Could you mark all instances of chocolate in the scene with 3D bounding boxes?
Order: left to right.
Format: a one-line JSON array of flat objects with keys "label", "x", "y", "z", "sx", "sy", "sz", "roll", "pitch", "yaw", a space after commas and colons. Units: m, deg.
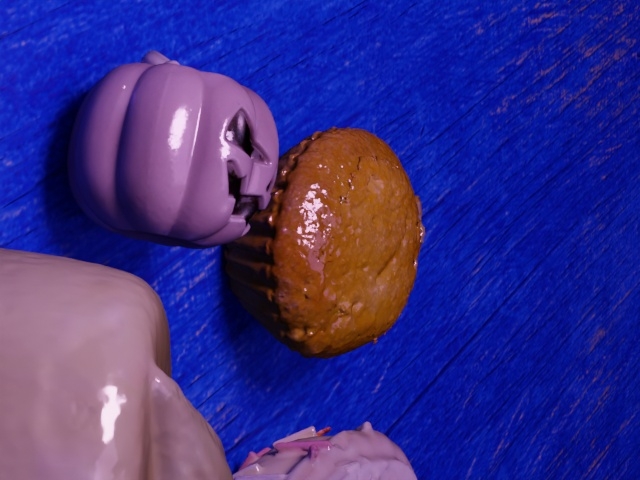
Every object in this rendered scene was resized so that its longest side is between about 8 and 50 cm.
[{"label": "chocolate", "x": -0.214, "y": 0.146, "z": 1.285, "sx": 0.326, "sy": 0.297, "sz": 0.314, "roll": 40, "pitch": 50, "yaw": -76}]

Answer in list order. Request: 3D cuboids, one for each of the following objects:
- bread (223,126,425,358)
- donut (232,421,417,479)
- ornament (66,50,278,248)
[{"label": "bread", "x": 0.002, "y": 0.001, "z": 1.855, "sx": 0.240, "sy": 0.139, "sz": 0.240, "roll": -20, "pitch": 114, "yaw": -58}, {"label": "donut", "x": -0.015, "y": 0.370, "z": 1.907, "sx": 0.382, "sy": 0.142, "sz": 0.383, "roll": -19, "pitch": 112, "yaw": -58}, {"label": "ornament", "x": -0.122, "y": -0.079, "z": 1.588, "sx": 0.177, "sy": 0.177, "sz": 0.178, "roll": -21, "pitch": 115, "yaw": -57}]
